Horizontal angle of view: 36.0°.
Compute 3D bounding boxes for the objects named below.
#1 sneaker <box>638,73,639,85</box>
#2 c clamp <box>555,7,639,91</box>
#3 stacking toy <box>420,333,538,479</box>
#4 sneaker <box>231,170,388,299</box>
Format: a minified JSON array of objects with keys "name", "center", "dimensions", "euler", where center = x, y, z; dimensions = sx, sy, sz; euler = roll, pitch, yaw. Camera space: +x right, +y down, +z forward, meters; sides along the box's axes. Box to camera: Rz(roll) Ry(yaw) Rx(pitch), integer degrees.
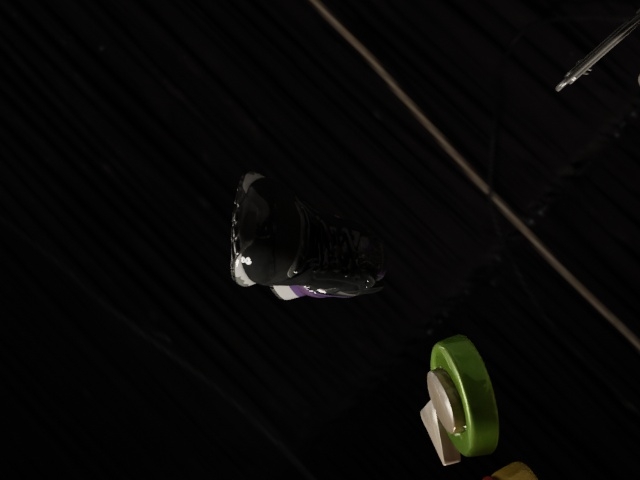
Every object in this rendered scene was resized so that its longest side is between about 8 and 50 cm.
[{"name":"sneaker","center":[0.267,-0.103,0.593],"dimensions":[0.118,0.083,0.222],"euler":[-54,157,9]},{"name":"c clamp","center":[0.354,-0.239,1.194],"dimensions":[0.160,0.022,0.137],"euler":[-42,179,33]},{"name":"stacking toy","center":[0.123,0.270,1.062],"dimensions":[0.130,0.280,0.309],"euler":[-12,150,-11]},{"name":"sneaker","center":[0.000,0.000,0.948],"dimensions":[0.283,0.124,0.107],"euler":[33,60,-76]}]
